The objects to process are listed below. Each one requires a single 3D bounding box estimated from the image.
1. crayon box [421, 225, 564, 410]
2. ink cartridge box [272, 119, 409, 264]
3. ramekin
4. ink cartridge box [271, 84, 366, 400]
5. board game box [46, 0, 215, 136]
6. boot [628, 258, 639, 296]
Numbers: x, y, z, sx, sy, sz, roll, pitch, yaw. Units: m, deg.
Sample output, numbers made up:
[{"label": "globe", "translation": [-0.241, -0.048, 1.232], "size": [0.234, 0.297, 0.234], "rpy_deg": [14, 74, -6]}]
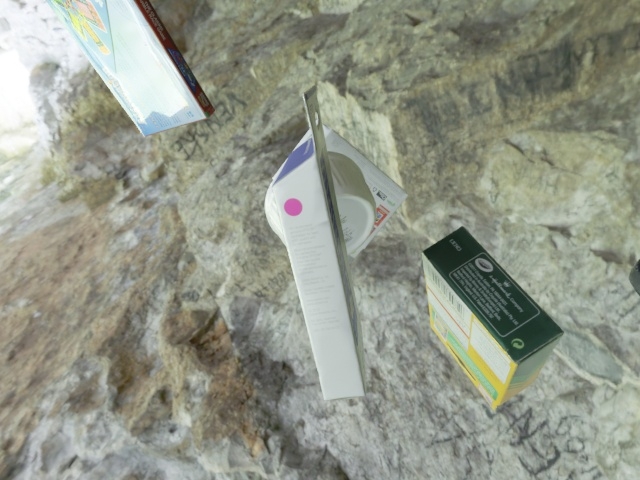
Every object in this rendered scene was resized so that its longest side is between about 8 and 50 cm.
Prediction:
[{"label": "crayon box", "translation": [0.267, 0.144, 0.753], "size": [0.083, 0.323, 0.203], "rpy_deg": [-31, -123, -4]}, {"label": "ink cartridge box", "translation": [0.036, -0.122, 1.253], "size": [0.272, 0.309, 0.130], "rpy_deg": [-51, -150, 8]}, {"label": "ramekin", "translation": [0.008, -0.052, 0.856], "size": [0.207, 0.207, 0.109], "rpy_deg": [-28, -132, -3]}, {"label": "ink cartridge box", "translation": [0.000, 0.000, 0.584], "size": [0.069, 0.371, 0.176], "rpy_deg": [-8, -159, 6]}, {"label": "board game box", "translation": [-0.276, -0.281, 0.624], "size": [0.144, 0.281, 0.027], "rpy_deg": [-5, -139, 30]}, {"label": "boot", "translation": [0.628, -0.095, 0.553], "size": [0.367, 0.445, 0.146], "rpy_deg": [-37, -119, -10]}]
